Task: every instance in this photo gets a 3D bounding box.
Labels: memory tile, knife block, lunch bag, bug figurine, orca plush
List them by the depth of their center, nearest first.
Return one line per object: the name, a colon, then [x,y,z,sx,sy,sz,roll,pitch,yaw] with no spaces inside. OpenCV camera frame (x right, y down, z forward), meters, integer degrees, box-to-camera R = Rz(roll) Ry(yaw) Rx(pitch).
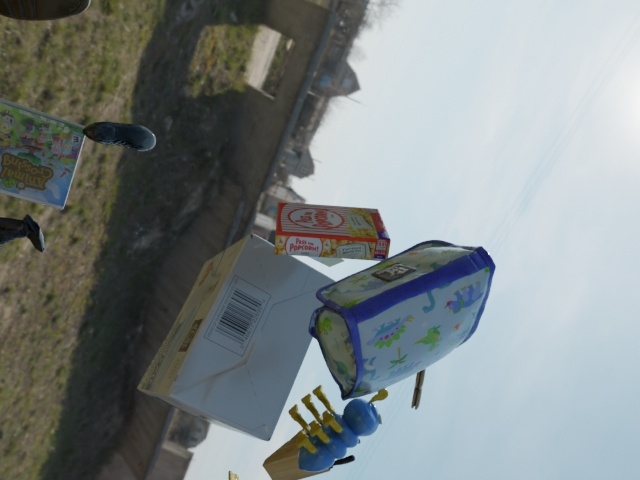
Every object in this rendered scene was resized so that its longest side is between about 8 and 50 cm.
bug figurine: [-0.012,0.218,0.417,0.216,0.072,0.279,-37,-172,-1]
lunch bag: [0.065,0.063,0.465,0.129,0.096,0.151,-23,162,-15]
memory tile: [0.149,0.158,0.783,0.148,0.012,0.113,-59,157,-61]
orca plush: [-0.722,0.016,1.151,0.151,0.287,0.102,90,6,-57]
knife block: [-0.018,0.657,1.675,0.276,0.088,0.242,-34,-171,-19]

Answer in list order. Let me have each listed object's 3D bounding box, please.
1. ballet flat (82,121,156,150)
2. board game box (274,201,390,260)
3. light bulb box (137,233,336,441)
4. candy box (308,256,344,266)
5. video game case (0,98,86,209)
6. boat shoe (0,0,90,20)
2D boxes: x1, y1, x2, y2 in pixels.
ballet flat: [-0.427,-0.229,1.188,0.173,0.049,0.057,1,103,-59]
board game box: [0.017,-0.018,0.982,0.146,0.194,0.045,-99,-167,-66]
light bulb box: [-0.194,0.216,1.215,0.361,0.225,0.357,-25,-143,60]
candy box: [0.000,0.000,1.458,0.187,0.053,0.109,34,36,-68]
video game case: [-0.639,-0.188,1.187,0.193,0.212,0.023,-71,-159,5]
boat shoe: [-0.472,-0.386,0.764,0.109,0.302,0.098,103,-11,-49]
